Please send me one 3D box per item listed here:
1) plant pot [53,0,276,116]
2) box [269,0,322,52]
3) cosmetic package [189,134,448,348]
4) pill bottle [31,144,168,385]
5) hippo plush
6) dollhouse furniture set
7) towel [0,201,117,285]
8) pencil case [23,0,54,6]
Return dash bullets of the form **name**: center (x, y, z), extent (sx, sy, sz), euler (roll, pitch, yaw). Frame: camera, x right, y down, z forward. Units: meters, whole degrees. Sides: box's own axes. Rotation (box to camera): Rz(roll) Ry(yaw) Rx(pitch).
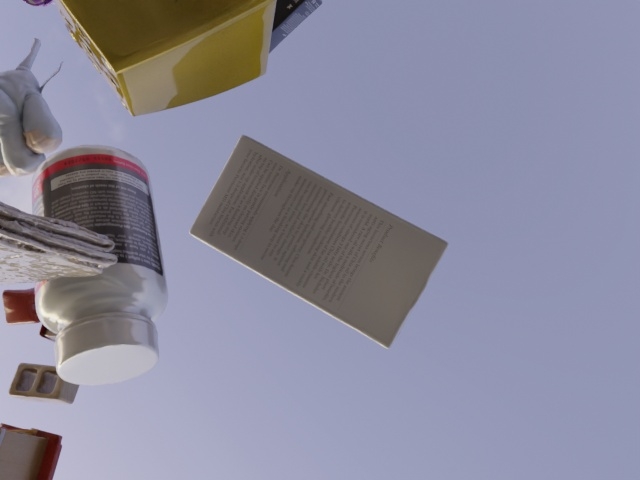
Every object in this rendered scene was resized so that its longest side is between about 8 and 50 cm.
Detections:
- **plant pot**: center (-0.197, -0.274, 0.761), extent (0.187, 0.212, 0.212), euler (-36, -93, -13)
- **box**: center (-0.109, -0.489, 1.278), extent (0.158, 0.093, 0.156), euler (-40, -91, 14)
- **cosmetic package**: center (0.000, 0.000, 1.277), extent (0.453, 0.161, 0.230), euler (30, -89, 11)
- **pill bottle**: center (-0.315, 0.034, 0.917), extent (0.176, 0.176, 0.318), euler (-23, -121, 10)
- **hippo plush**: center (-0.683, -0.268, 1.306), extent (0.234, 0.237, 0.294), euler (42, -72, 26)
- **dollhouse furniture set**: center (-0.530, 0.235, 1.080), extent (0.152, 0.201, 0.373), euler (-1, -115, 23)
- **towel**: center (-0.370, 0.004, 0.673), extent (0.282, 0.187, 0.049), euler (-7, -109, 30)
- **pencil case**: center (-0.558, -0.522, 1.326), extent (0.086, 0.206, 0.088), euler (-26, -74, 8)
